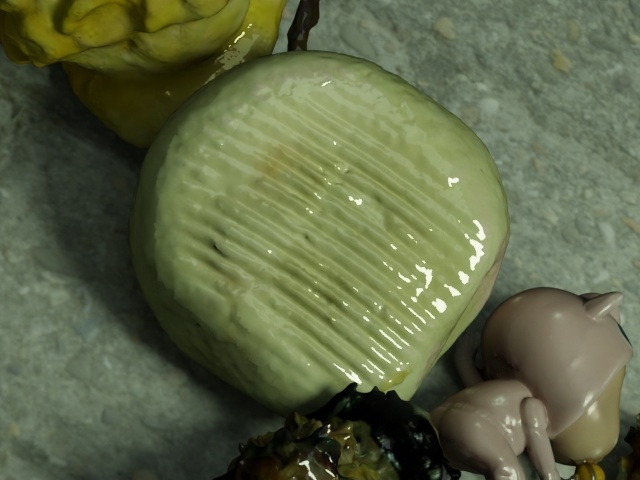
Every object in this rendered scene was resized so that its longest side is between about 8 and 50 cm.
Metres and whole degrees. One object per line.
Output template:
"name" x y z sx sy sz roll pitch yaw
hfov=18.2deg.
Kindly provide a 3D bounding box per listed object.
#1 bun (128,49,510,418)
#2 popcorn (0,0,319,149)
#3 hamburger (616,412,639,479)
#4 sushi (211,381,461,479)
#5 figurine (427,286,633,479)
"bun" 0.000 0.000 1.889 0.361 0.213 0.361 0 87 -5
"popcorn" -0.149 -0.265 1.933 0.349 0.349 0.381 -45 105 -33
"hamburger" 0.404 0.241 1.934 0.208 0.135 0.155 10 54 -23
"sushi" 0.002 0.251 1.713 0.225 0.238 0.219 32 18 22
"figurine" 0.191 0.170 1.907 0.287 0.176 0.186 -42 98 -27
